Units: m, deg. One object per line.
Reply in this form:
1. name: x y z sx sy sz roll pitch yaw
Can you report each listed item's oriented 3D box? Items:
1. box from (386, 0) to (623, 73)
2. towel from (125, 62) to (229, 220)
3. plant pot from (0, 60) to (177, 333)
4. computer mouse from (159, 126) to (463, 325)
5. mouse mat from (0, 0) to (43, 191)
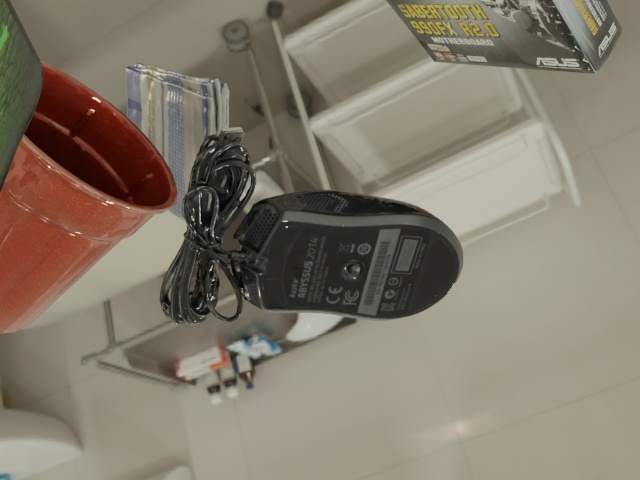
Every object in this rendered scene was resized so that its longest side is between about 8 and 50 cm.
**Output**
1. box: 0.155 -0.250 0.735 0.183 0.231 0.056 40 80 -37
2. towel: -0.210 -0.142 1.068 0.034 0.285 0.209 -10 112 -35
3. plant pot: -0.368 -0.042 0.930 0.265 0.272 0.272 -46 145 16
4. computer mouse: 0.000 0.000 0.685 0.272 0.072 0.189 9 119 -18
5. mouse mat: -0.201 -0.049 0.408 0.007 0.190 0.152 15 163 -1
